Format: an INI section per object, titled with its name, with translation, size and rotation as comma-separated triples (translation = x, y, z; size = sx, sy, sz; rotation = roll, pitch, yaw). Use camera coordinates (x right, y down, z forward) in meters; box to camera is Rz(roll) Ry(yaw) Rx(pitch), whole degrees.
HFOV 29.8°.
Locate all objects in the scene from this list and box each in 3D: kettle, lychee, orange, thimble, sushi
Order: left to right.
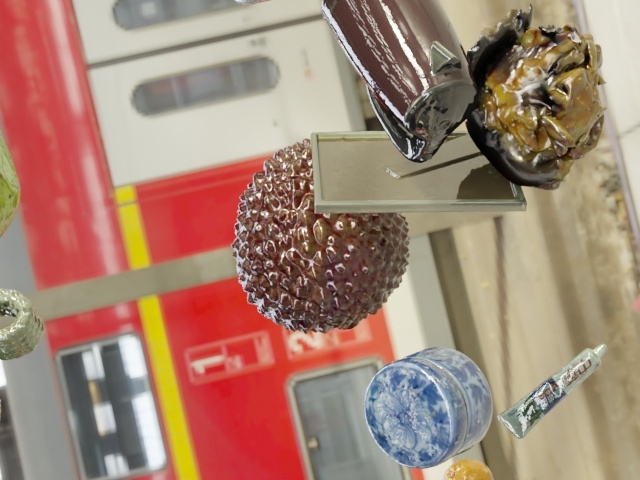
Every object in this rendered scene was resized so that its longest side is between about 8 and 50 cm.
[thimble]
translation = -0.424, 0.109, 1.591
size = 0.062, 0.110, 0.084
rotation = 75, -146, -55
[lychee]
translation = 0.000, 0.000, 1.989
size = 0.306, 0.306, 0.330
rotation = -112, 2, -67
[kettle]
translation = 0.102, -0.227, 1.559
size = 0.232, 0.144, 0.202
rotation = 65, 150, 30
[orange]
translation = 0.223, 0.373, 1.839
size = 0.070, 0.083, 0.083
rotation = 36, -170, -17
[sushi]
translation = 0.299, -0.192, 1.646
size = 0.204, 0.213, 0.200
rotation = 33, 164, 26

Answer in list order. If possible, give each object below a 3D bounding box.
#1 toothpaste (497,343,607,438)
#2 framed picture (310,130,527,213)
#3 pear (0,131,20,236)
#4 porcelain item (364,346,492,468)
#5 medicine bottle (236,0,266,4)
[toothpaste]
translation = 0.425, 0.265, 2.166
size = 0.060, 0.233, 0.038
rotation = 49, -174, 10
[framed picture]
translation = 0.132, -0.101, 1.711
size = 0.213, 0.289, 0.016
rotation = -94, 4, -56
[pear]
translation = -0.455, -0.074, 1.271
size = 0.164, 0.238, 0.255
rotation = -117, 11, -51
[porcelain item]
translation = 0.140, 0.220, 1.580
size = 0.114, 0.147, 0.147
rotation = -13, -90, -54
[medicine bottle]
translation = -0.100, -0.414, 1.944
size = 0.091, 0.058, 0.058
rotation = 4, 110, 53
